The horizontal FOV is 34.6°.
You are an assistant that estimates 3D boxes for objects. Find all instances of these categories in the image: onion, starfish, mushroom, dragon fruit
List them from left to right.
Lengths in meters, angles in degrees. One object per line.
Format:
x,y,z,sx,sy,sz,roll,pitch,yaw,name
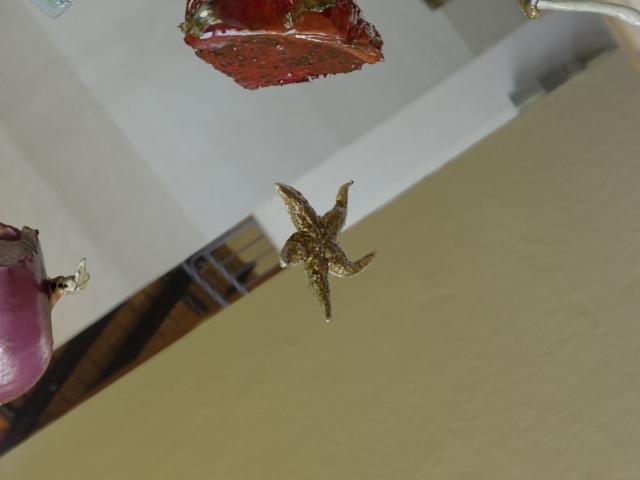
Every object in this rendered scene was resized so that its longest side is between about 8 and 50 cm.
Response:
-0.349,0.079,1.045,0.207,0.201,0.200,23,173,39,onion
-0.030,-0.212,0.916,0.127,0.161,0.121,33,-123,-64,dragon fruit
0.000,0.000,1.637,0.235,0.062,0.277,39,-130,-35,starfish
0.422,-0.297,1.456,0.306,0.068,0.043,18,-131,-13,mushroom

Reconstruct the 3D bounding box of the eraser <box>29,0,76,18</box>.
-0.378,-0.418,1.302,0.227,0.174,0.081,38,-173,-33,eraser
